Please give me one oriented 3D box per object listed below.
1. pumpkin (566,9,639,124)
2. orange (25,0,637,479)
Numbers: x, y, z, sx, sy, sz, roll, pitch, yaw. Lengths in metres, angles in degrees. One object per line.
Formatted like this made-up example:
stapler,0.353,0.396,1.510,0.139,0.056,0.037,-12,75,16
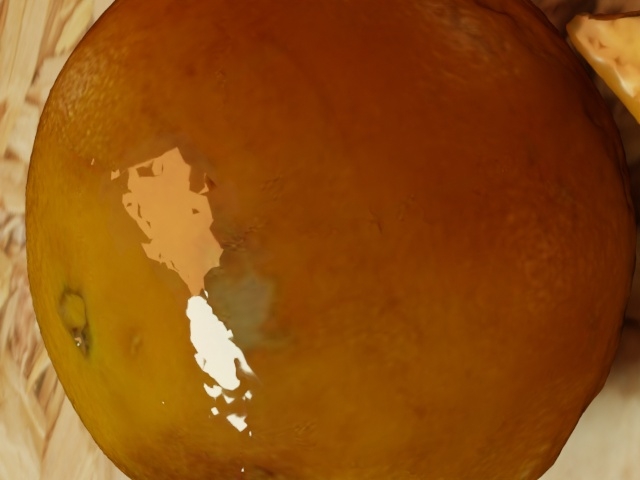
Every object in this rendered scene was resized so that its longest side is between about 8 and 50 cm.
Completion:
pumpkin,0.192,-0.015,0.572,0.290,0.095,0.258,-33,61,53
orange,0.000,0.000,0.769,0.261,0.261,0.261,13,105,59
